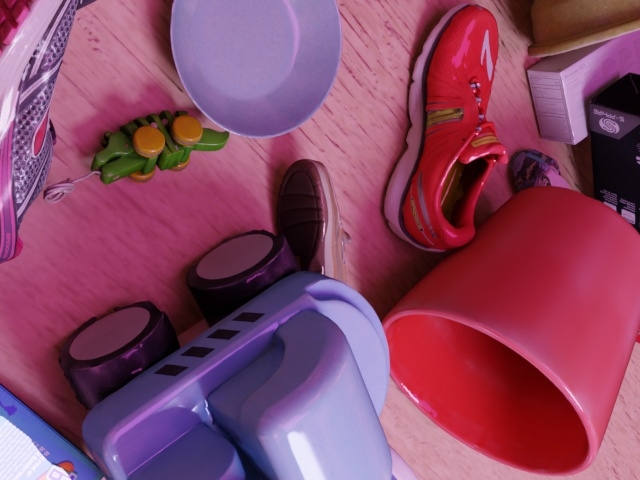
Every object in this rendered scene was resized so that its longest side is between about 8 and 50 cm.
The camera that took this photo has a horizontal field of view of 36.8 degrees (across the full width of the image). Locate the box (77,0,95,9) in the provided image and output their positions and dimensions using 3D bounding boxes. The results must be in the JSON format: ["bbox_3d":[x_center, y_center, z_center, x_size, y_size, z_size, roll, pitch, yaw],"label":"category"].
[{"bbox_3d":[-0.219,-0.246,0.820,0.137,0.027,0.094,-36,119,-24],"label":"box"}]

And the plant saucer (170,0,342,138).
[{"bbox_3d":[-0.066,-0.197,0.931,0.195,0.037,0.195,-7,102,-35],"label":"plant saucer"}]

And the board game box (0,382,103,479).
[{"bbox_3d":[-0.314,0.201,0.833,0.160,0.047,0.210,-49,123,-18],"label":"board game box"}]

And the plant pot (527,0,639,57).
[{"bbox_3d":[0.327,-0.368,1.063,0.276,0.276,0.254,-26,103,-29],"label":"plant pot"}]

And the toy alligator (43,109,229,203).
[{"bbox_3d":[-0.172,-0.085,0.875,0.189,0.056,0.051,-21,72,-31],"label":"toy alligator"}]

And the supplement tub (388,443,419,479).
[{"bbox_3d":[-0.002,0.299,1.018,0.199,0.144,0.144,-43,121,-20],"label":"supplement tub"}]

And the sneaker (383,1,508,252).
[{"bbox_3d":[0.163,-0.121,1.063,0.107,0.118,0.279,9,95,-37],"label":"sneaker"}]

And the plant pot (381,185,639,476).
[{"bbox_3d":[0.237,0.087,1.092,0.243,0.275,0.275,-51,124,-28],"label":"plant pot"}]

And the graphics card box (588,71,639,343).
[{"bbox_3d":[0.458,-0.007,1.190,0.094,0.232,0.371,-35,129,-24],"label":"graphics card box"}]

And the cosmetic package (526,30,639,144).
[{"bbox_3d":[0.368,-0.221,1.225,0.239,0.060,0.099,-33,121,-26],"label":"cosmetic package"}]

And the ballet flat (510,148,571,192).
[{"bbox_3d":[0.299,-0.034,1.213,0.070,0.070,0.188,-49,123,-17],"label":"ballet flat"}]

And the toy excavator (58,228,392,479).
[{"bbox_3d":[-0.059,0.204,0.769,0.433,0.445,0.222,-34,117,-26],"label":"toy excavator"}]

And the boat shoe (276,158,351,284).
[{"bbox_3d":[0.000,0.000,1.014,0.072,0.068,0.190,-25,124,-43],"label":"boat shoe"}]

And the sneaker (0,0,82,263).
[{"bbox_3d":[-0.255,-0.119,0.772,0.112,0.121,0.299,15,105,-53],"label":"sneaker"}]
